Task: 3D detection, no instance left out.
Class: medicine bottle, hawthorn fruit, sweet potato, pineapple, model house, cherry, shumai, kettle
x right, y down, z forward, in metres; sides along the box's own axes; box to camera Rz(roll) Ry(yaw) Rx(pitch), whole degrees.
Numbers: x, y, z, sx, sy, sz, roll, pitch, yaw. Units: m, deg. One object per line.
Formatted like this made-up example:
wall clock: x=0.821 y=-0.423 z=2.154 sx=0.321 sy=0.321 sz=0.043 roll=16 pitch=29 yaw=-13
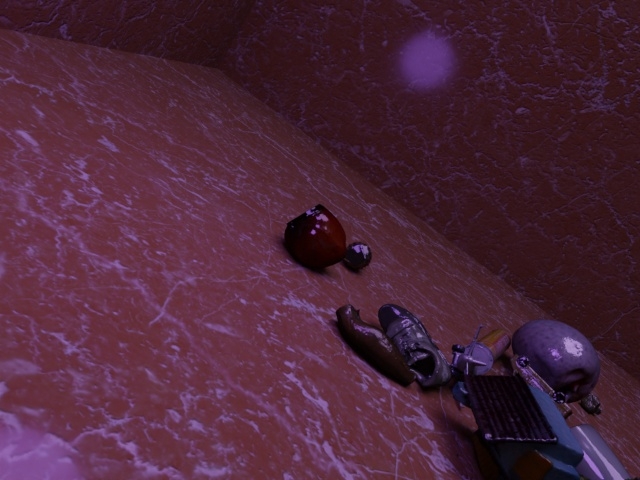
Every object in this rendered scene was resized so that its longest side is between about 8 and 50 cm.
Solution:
medicine bottle: x=0.630 y=0.401 z=1.889 sx=0.108 sy=0.108 sz=0.426 roll=44 pitch=19 yaw=22
hawthorn fruit: x=0.000 y=0.000 z=1.643 sx=0.251 sy=0.189 sz=0.190 roll=43 pitch=14 yaw=-27
sweet potato: x=0.154 y=0.280 z=1.369 sx=0.285 sy=0.085 sz=0.112 roll=39 pitch=14 yaw=6
pineapple: x=0.147 y=0.057 z=1.891 sx=0.108 sy=0.108 sz=0.197 roll=40 pitch=7 yaw=12
model house: x=0.440 y=0.477 z=1.233 sx=0.248 sy=0.230 sz=0.280 roll=25 pitch=17 yaw=-4
cherry: x=0.885 y=0.451 z=1.928 sx=0.335 sy=0.291 sz=0.326 roll=60 pitch=11 yaw=27
shumai: x=1.164 y=0.710 z=2.176 sx=0.080 sy=0.082 sz=0.083 roll=65 pitch=29 yaw=-43
kettle: x=0.753 y=0.670 z=1.420 sx=0.221 sy=0.161 sz=0.236 roll=-1 pitch=35 yaw=-17

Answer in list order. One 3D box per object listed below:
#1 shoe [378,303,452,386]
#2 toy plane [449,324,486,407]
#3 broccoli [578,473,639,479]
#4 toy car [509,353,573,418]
shoe: x=0.257 y=0.297 z=1.455 sx=0.293 sy=0.109 sz=0.149 roll=50 pitch=14 yaw=22
toy plane: x=0.437 y=0.382 z=1.533 sx=0.101 sy=0.251 sz=0.255 roll=15 pitch=-22 yaw=16
broccoli: x=0.675 y=0.637 z=1.059 sx=0.338 sy=0.317 sz=0.277 roll=74 pitch=14 yaw=-64
toy car: x=0.740 y=0.522 z=1.754 sx=0.257 sy=0.124 sz=0.101 roll=50 pitch=0 yaw=36
